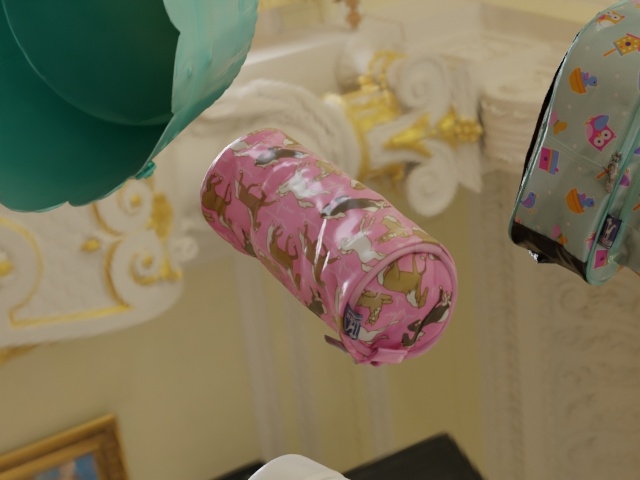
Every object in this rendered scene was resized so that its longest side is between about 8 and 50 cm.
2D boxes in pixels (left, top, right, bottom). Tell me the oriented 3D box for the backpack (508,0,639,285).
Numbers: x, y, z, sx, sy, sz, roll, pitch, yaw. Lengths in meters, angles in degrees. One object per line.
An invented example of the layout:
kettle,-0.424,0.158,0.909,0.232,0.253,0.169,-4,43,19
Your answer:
backpack,0.232,-0.072,0.911,0.144,0.166,0.188,25,-58,36

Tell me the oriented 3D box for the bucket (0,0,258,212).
bucket,-0.190,-0.174,0.944,0.281,0.183,0.281,7,-69,19

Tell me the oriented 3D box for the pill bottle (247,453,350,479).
pill bottle,0.086,0.338,1.121,0.361,0.204,0.204,21,-54,31

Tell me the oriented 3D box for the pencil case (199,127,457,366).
pencil case,0.000,0.000,1.558,0.386,0.167,0.160,41,-20,47
